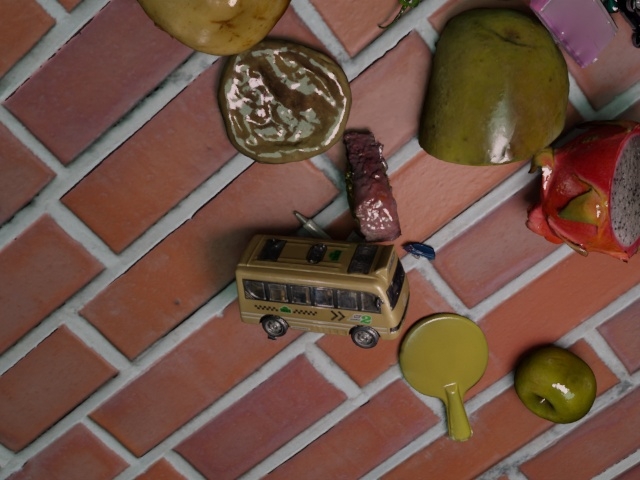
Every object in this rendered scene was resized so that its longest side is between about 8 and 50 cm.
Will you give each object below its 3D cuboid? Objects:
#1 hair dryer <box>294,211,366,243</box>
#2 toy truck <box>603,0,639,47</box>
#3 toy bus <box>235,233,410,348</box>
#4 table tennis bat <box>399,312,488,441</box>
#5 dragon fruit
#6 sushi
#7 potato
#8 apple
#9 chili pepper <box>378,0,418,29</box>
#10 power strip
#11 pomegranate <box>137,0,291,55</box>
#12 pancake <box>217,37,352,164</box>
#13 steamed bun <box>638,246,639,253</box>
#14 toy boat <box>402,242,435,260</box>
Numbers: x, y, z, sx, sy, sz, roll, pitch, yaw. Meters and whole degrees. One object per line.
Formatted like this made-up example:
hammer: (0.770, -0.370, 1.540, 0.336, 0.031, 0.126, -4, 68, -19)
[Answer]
hair dryer: (-0.006, 0.005, 1.762, 0.183, 0.044, 0.155, 31, 107, -10)
toy truck: (0.667, -0.494, 1.555, 0.216, 0.110, 0.116, 42, 93, -18)
toy bus: (0.006, 0.100, 1.662, 0.365, 0.177, 0.202, 5, 126, 16)
table tennis bat: (0.326, 0.349, 1.925, 0.224, 0.054, 0.369, -16, 109, 2)
dragon fruit: (0.572, -0.112, 1.639, 0.305, 0.225, 0.306, -11, 105, -45)
sushi: (0.109, -0.106, 1.651, 0.107, 0.161, 0.241, -13, 114, 3)
potato: (0.368, -0.322, 1.550, 0.330, 0.213, 0.280, -9, 114, -1)
apple: (0.578, 0.352, 1.869, 0.157, 0.196, 0.196, -46, 113, -23)
chili pepper: (0.191, -0.558, 1.518, 0.122, 0.065, 0.279, 7, 111, 3)
power strip: (0.514, -0.446, 1.525, 0.109, 0.037, 0.279, -47, 142, 16)
pomegranate: (-0.203, -0.504, 1.381, 0.332, 0.332, 0.333, -1, 113, -3)
pancake: (-0.076, -0.288, 1.622, 0.294, 0.049, 0.295, -1, 115, -3)
steamed bun: (0.775, -0.044, 1.742, 0.177, 0.106, 0.192, 25, 101, -45)
toy boat: (0.232, 0.028, 1.788, 0.083, 0.038, 0.038, 17, 111, -11)
